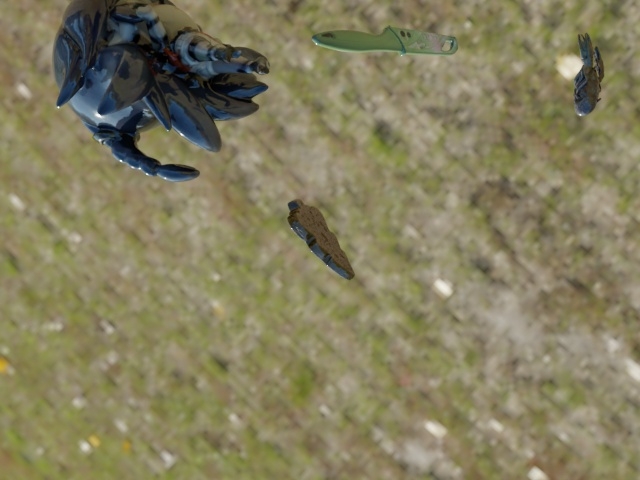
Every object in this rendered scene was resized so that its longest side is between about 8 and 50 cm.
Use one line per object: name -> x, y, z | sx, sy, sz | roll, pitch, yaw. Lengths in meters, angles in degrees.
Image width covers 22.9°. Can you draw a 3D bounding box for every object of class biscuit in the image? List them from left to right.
biscuit -> 0.000, 0.000, 1.463 | 0.092, 0.016, 0.082 | 54, -165, -1

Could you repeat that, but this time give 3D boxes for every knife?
knife -> 0.064, -0.190, 1.500 | 0.014, 0.207, 0.030 | -31, 71, 41

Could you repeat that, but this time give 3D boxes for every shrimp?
shrimp -> 0.286, -0.173, 1.674 | 0.029, 0.092, 0.038 | -4, 165, 41

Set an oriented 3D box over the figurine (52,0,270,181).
figurine -> -0.174, -0.176, 1.649 | 0.175, 0.197, 0.265 | 47, -176, -36
